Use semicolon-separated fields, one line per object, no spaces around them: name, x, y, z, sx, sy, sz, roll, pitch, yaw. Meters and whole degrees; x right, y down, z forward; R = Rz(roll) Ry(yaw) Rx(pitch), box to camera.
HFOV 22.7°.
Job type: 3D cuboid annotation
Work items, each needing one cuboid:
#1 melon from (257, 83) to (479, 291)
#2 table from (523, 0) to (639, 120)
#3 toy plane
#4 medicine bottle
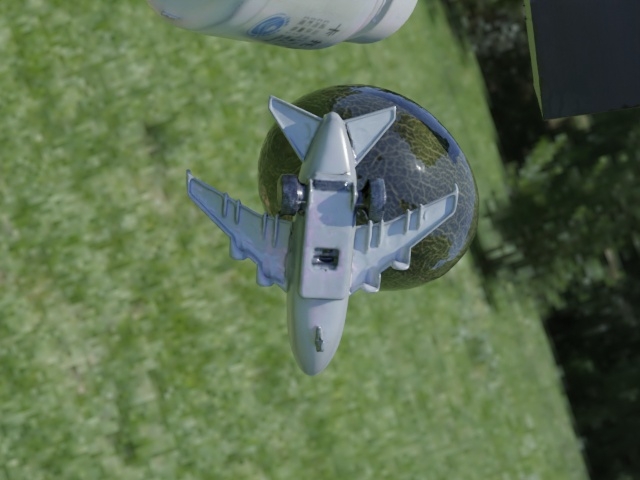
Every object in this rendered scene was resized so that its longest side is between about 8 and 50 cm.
melon;0.065;-0.059;1.938;0.302;0.237;0.237;31;35;-41
table;0.335;-0.257;1.907;0.193;0.172;0.169;-79;160;-72
toy plane;0.001;0.000;1.444;0.101;0.251;0.255;-139;-127;-81
medicine bottle;-0.033;-0.272;1.546;0.293;0.170;0.170;-2;71;-56
